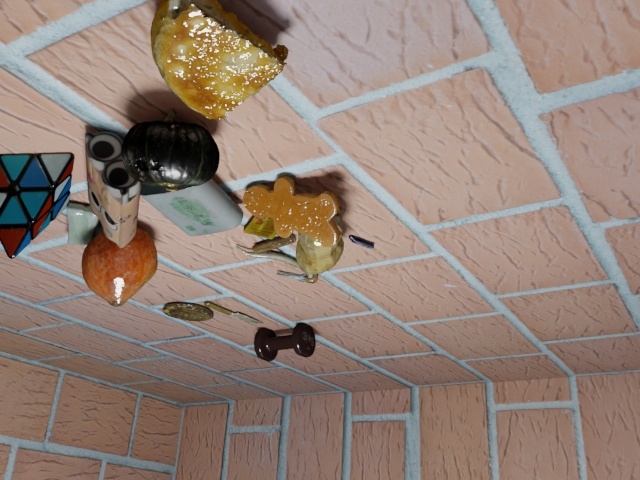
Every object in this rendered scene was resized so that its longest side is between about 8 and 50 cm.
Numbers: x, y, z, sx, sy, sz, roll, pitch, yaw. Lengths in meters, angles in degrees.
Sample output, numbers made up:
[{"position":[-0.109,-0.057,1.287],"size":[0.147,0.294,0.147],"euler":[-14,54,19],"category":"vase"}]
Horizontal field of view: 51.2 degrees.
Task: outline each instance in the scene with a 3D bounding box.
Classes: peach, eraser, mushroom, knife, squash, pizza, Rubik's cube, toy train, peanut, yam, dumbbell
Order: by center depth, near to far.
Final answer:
[{"position":[-0.166,-0.311,1.121],"size":[0.226,0.086,0.335],"euler":[-1,157,0],"category":"pizza"},{"position":[-0.304,-0.176,1.356],"size":[0.193,0.155,0.193],"euler":[-14,168,-3],"category":"squash"},{"position":[-0.474,-0.114,1.527],"size":[0.087,0.171,0.290],"euler":[-30,169,-27],"category":"eraser"},{"position":[-0.649,-0.112,1.542],"size":[0.234,0.250,0.284],"euler":[-32,136,23],"category":"Rubik's cube"},{"position":[-0.310,-0.096,1.613],"size":[0.174,0.081,0.227],"euler":[-6,153,19],"category":"eraser"},{"position":[0.000,0.000,1.730],"size":[0.130,0.130,0.290],"euler":[4,156,-1],"category":"peanut"},{"position":[-0.551,0.073,1.841],"size":[0.233,0.232,0.232],"euler":[3,155,1],"category":"peach"},{"position":[0.112,0.005,1.852],"size":[0.083,0.017,0.017],"euler":[19,150,-30],"category":"toy train"},{"position":[-0.132,0.010,1.882],"size":[0.145,0.032,0.032],"euler":[-16,149,34],"category":"yam"},{"position":[-0.115,0.066,2.000],"size":[0.306,0.043,0.068],"euler":[27,122,-38],"category":"mushroom"},{"position":[-0.318,0.277,2.504],"size":[0.047,0.017,0.298],"euler":[-21,146,31],"category":"knife"},{"position":[-0.140,0.401,2.623],"size":[0.226,0.123,0.140],"euler":[-11,152,28],"category":"dumbbell"}]

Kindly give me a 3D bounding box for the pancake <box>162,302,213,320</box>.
[{"position":[-0.498,0.270,2.508],"size":[0.199,0.021,0.199],"euler":[3,156,1],"category":"pancake"}]

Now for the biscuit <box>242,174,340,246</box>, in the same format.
[{"position":[-0.069,-0.078,1.588],"size":[0.250,0.036,0.165],"euler":[14,123,20],"category":"biscuit"}]

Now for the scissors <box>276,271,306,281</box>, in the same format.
[{"position":[-0.085,0.113,2.118],"size":[0.119,0.014,0.058],"euler":[12,150,-25],"category":"scissors"}]

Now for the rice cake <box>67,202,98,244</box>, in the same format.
[{"position":[-0.650,-0.040,1.826],"size":[0.080,0.042,0.221],"euler":[7,155,-18],"category":"rice cake"}]

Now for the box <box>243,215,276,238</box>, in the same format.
[{"position":[-0.141,-0.049,1.763],"size":[0.089,0.022,0.156],"euler":[11,154,-19],"category":"box"}]
